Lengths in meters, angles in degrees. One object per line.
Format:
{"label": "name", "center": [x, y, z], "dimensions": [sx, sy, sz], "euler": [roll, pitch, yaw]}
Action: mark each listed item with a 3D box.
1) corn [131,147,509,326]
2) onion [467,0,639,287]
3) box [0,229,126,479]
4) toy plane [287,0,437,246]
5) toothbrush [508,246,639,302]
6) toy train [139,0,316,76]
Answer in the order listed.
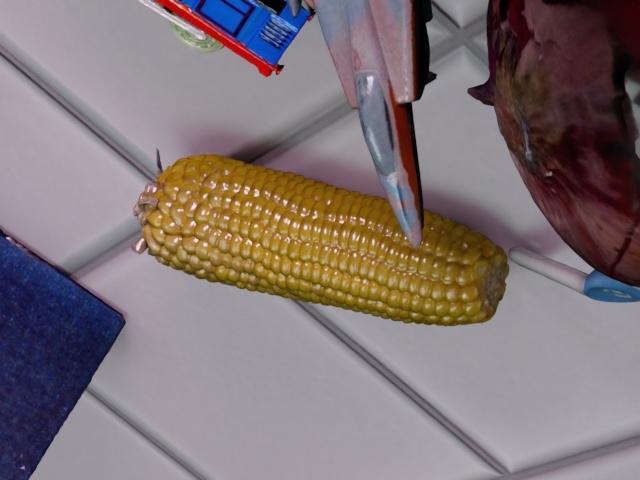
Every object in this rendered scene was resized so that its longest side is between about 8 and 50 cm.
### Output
{"label": "corn", "center": [0.000, 0.000, 1.502], "dimensions": [0.305, 0.106, 0.106], "euler": [12, 143, 19]}
{"label": "onion", "center": [0.212, -0.098, 1.121], "dimensions": [0.252, 0.219, 0.252], "euler": [156, 90, -83]}
{"label": "box", "center": [-0.371, 0.110, 1.782], "dimensions": [0.279, 0.261, 0.116], "euler": [36, 149, -9]}
{"label": "toy plane", "center": [0.035, -0.158, 1.190], "dimensions": [0.223, 0.104, 0.326], "euler": [-4, 110, 34]}
{"label": "toothbrush", "center": [0.201, 0.027, 1.288], "dimensions": [0.040, 0.040, 0.386], "euler": [40, 178, -14]}
{"label": "toy train", "center": [-0.090, -0.208, 1.307], "dimensions": [0.204, 0.082, 0.131], "euler": [32, 147, -7]}
